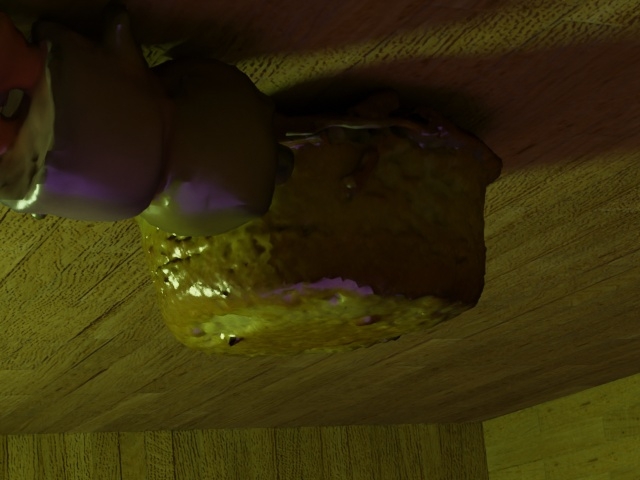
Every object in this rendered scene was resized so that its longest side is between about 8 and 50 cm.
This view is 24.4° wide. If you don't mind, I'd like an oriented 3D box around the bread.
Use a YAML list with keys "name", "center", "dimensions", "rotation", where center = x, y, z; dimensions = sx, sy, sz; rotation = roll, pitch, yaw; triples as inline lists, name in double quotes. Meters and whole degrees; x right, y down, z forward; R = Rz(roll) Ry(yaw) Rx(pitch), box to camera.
- name: "bread"
  center: [0.001, -0.001, 1.428]
  dimensions: [0.337, 0.204, 0.358]
  rotation: [-1, 164, -35]

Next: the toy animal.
- name: "toy animal"
  center: [-0.141, -0.083, 1.144]
  dimensions: [0.281, 0.169, 0.195]
  rotation: [4, 128, -40]
